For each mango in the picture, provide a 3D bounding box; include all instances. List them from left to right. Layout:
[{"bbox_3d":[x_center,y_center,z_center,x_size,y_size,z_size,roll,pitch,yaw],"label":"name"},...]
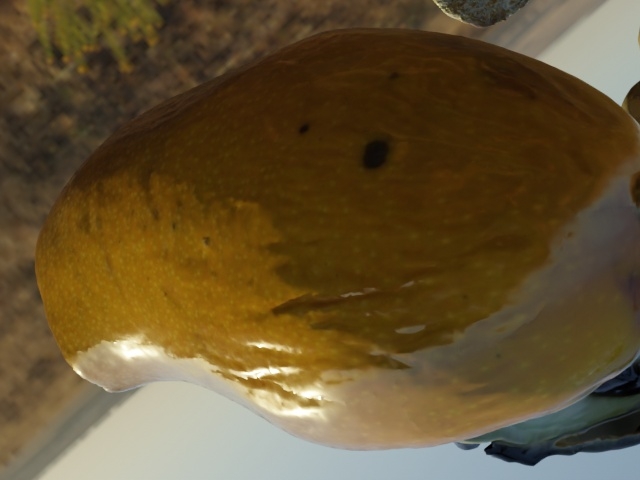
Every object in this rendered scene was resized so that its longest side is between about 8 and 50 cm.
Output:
[{"bbox_3d":[-0.001,-0.004,0.648,0.359,0.144,0.187,7,-98,43],"label":"mango"}]

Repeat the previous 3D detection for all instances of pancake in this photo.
[{"bbox_3d":[0.171,-0.298,1.523,0.139,0.139,0.022,-42,178,-6],"label":"pancake"}]

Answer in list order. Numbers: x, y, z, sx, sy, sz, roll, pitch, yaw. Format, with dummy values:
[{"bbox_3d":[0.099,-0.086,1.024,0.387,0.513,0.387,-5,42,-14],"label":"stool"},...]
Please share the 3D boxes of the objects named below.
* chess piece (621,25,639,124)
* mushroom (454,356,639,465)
[{"bbox_3d":[0.323,-0.118,1.254,0.143,0.143,0.261,-42,159,-31],"label":"chess piece"},{"bbox_3d":[0.158,0.042,0.948,0.247,0.130,0.344,-28,152,19],"label":"mushroom"}]
